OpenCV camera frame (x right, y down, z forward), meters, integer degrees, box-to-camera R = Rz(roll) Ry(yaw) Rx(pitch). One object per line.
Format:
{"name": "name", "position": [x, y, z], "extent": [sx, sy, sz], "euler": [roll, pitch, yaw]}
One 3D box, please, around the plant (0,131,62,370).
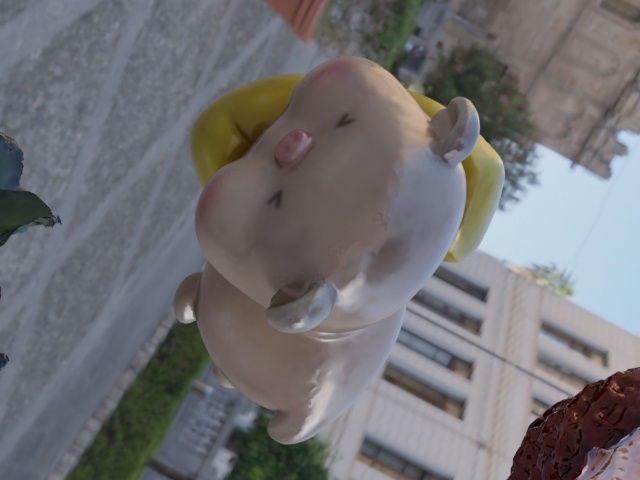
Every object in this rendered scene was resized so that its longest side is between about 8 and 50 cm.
{"name": "plant", "position": [-0.229, 0.031, 0.561], "extent": [0.203, 0.131, 0.142], "euler": [-43, -149, 25]}

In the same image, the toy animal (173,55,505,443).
{"name": "toy animal", "position": [-0.019, -0.011, 0.919], "extent": [0.345, 0.277, 0.247], "euler": [-51, 179, 8]}

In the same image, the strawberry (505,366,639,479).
{"name": "strawberry", "position": [0.195, 0.138, 0.715], "extent": [0.236, 0.190, 0.111], "euler": [75, 1, -51]}
